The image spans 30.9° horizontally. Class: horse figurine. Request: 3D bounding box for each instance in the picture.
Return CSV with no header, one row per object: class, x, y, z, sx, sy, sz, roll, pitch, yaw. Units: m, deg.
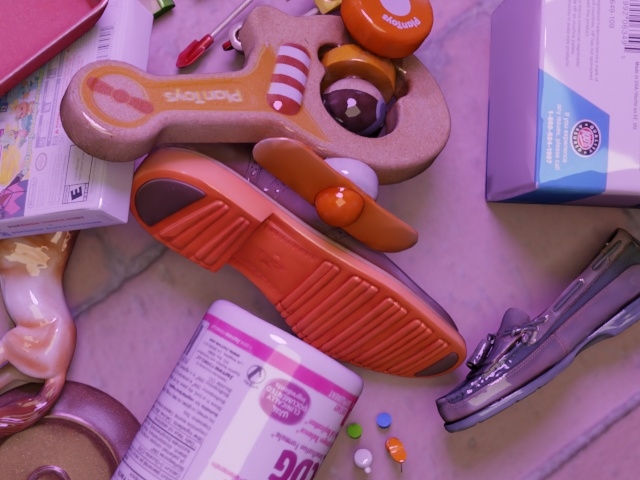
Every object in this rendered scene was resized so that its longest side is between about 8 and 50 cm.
horse figurine,-0.292,0.064,1.081,0.175,0.066,0.263,-8,84,-2

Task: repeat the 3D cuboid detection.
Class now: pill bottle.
pill bottle,-0.094,0.211,1.042,0.160,0.160,0.283,30,84,-4

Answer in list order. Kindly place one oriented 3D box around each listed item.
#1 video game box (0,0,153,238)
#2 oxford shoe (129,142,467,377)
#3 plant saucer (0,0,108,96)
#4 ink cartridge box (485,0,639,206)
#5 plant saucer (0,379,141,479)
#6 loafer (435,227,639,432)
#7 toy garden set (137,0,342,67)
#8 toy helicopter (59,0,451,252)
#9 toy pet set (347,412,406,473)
video game box,-0.246,-0.105,1.028,0.187,0.048,0.205,-5,69,24
oxford shoe,0.000,0.000,1.080,0.364,0.130,0.132,37,43,-20
plant saucer,-0.334,-0.206,1.036,0.259,0.047,0.258,-37,62,1
ink cartridge box,0.309,-0.130,1.072,0.270,0.197,0.198,3,88,-5
plant saucer,-0.255,0.232,1.097,0.199,0.036,0.198,0,89,-4
loafer,0.212,0.084,1.116,0.268,0.096,0.084,-31,89,-14
toy garden set,-0.075,-0.271,1.093,0.244,0.049,0.203,-30,88,3
toy helicopter,-0.042,-0.099,0.983,0.355,0.140,0.234,-6,66,-30
toy pet set,0.031,0.247,1.120,0.122,0.065,0.114,-18,53,-8
